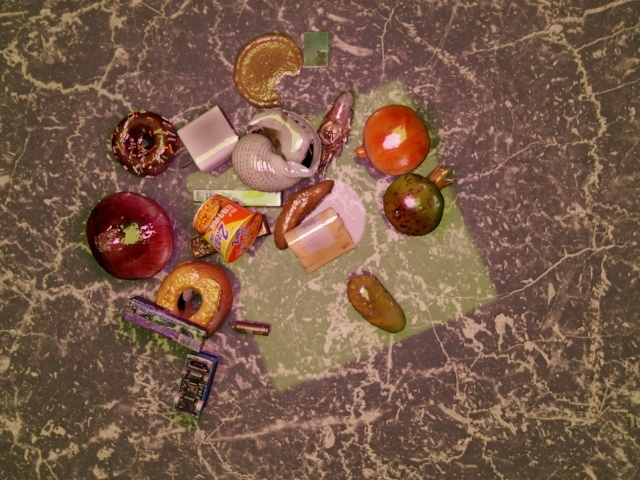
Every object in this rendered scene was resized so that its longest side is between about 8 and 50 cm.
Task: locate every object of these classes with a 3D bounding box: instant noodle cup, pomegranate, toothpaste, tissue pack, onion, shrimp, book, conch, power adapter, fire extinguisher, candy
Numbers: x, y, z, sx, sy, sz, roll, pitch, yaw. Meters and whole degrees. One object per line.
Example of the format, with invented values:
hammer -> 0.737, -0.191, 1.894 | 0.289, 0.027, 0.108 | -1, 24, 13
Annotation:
instant noodle cup -> -0.336, -0.053, 1.664 | 0.174, 0.213, 0.213 | 34, 92, 13
pomegranate -> 0.376, -0.139, 1.704 | 0.285, 0.231, 0.231 | -19, 89, -11
toothpaste -> -0.313, -0.165, 1.807 | 0.336, 0.081, 0.067 | 1, 92, 4
pomegranate -> 0.256, -0.357, 1.700 | 0.270, 0.229, 0.252 | -23, 96, 13
tissue pack -> 0.000, 0.000, 1.753 | 0.222, 0.090, 0.186 | -28, 123, 5
onion -> -0.730, -0.009, 1.739 | 0.347, 0.285, 0.348 | 2, 98, 12
shrimp -> 0.042, -0.395, 1.756 | 0.116, 0.145, 0.343 | 21, 101, -10
book -> -0.014, -0.742, 1.817 | 0.103, 0.017, 0.135 | 1, 90, 4
conch -> -0.150, -0.305, 1.708 | 0.319, 0.215, 0.303 | 25, 78, 7
power adapter -> -0.441, -0.369, 1.796 | 0.255, 0.124, 0.187 | -32, 86, 4
fire extinguisher -> -0.279, 0.342, 1.825 | 0.158, 0.043, 0.064 | 8, 133, 4
candy -> -0.554, 0.299, 1.685 | 0.312, 0.061, 0.088 | 24, 97, 1

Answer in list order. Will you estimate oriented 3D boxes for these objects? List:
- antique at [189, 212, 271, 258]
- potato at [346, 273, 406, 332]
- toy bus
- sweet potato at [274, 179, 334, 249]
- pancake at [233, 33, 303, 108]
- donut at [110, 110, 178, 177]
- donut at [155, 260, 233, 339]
antique -> -0.352, -0.014, 1.804 | 0.309, 0.093, 0.087 | -19, 89, 4
potato -> 0.207, 0.244, 1.739 | 0.141, 0.176, 0.298 | -37, 111, 9
toy bus -> -0.473, 0.539, 1.793 | 0.116, 0.133, 0.234 | 17, 96, 4
sweet potato -> -0.085, -0.121, 1.790 | 0.114, 0.092, 0.341 | 37, 93, -20
pancake -> -0.202, -0.660, 1.823 | 0.288, 0.033, 0.286 | -17, 88, 3
donut -> -0.688, -0.378, 1.823 | 0.269, 0.103, 0.270 | 0, 91, 5
donut -> -0.485, 0.235, 1.787 | 0.299, 0.150, 0.317 | -7, 90, 2
